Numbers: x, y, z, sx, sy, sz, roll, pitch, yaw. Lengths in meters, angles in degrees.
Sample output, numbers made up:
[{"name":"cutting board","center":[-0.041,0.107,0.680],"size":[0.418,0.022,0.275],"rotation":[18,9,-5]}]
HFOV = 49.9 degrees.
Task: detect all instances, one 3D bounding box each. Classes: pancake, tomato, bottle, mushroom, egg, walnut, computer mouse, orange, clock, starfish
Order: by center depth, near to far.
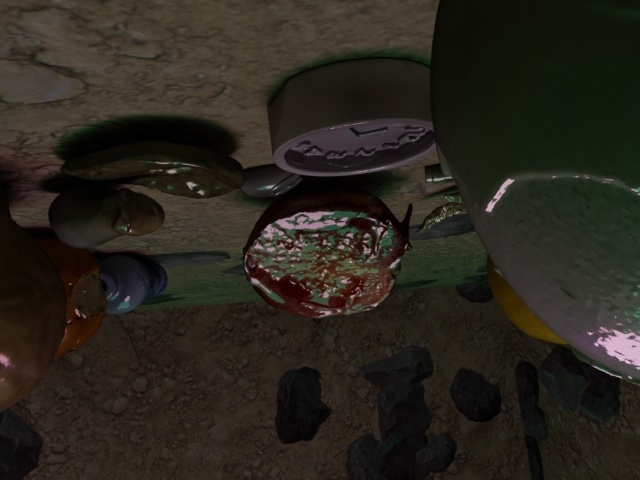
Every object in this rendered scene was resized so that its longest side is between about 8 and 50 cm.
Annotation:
[{"name":"egg","center":[0.203,-0.084,0.396],"size":[0.279,0.336,0.278],"rotation":[0,170,0]},{"name":"clock","center":[0.041,-0.131,0.771],"size":[0.197,0.068,0.197],"rotation":[-7,170,-1]},{"name":"pancake","center":[-0.212,-0.094,0.881],"size":[0.242,0.050,0.242],"rotation":[1,174,0]},{"name":"walnut","center":[-0.509,0.079,0.884],"size":[0.382,0.381,0.381],"rotation":[-7,170,-1]},{"name":"mushroom","center":[-0.303,-0.040,0.953],"size":[0.116,0.093,0.225],"rotation":[-13,-176,-33]},{"name":"computer mouse","center":[-0.073,-0.086,1.034],"size":[0.096,0.039,0.066],"rotation":[-8,170,2]},{"name":"bottle","center":[0.212,-0.111,1.117],"size":[0.083,0.030,0.030],"rotation":[-8,170,14]},{"name":"tomato","center":[0.003,-0.004,1.210],"size":[0.309,0.170,0.309],"rotation":[-6,134,-6]},{"name":"starfish","center":[0.310,-0.077,1.235],"size":[0.358,0.078,0.347],"rotation":[-13,169,32]},{"name":"orange","center":[-0.516,0.106,1.285],"size":[0.240,0.239,0.240],"rotation":[-7,170,-1]}]

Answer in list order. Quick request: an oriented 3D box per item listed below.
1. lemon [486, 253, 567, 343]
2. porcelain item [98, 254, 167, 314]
[{"name":"lemon","center":[0.512,0.057,1.447],"size":[0.348,0.347,0.348],"rotation":[-7,170,-1]},{"name":"porcelain item","center":[-0.451,0.100,1.615],"size":[0.141,0.141,0.259],"rotation":[-9,178,13]}]
